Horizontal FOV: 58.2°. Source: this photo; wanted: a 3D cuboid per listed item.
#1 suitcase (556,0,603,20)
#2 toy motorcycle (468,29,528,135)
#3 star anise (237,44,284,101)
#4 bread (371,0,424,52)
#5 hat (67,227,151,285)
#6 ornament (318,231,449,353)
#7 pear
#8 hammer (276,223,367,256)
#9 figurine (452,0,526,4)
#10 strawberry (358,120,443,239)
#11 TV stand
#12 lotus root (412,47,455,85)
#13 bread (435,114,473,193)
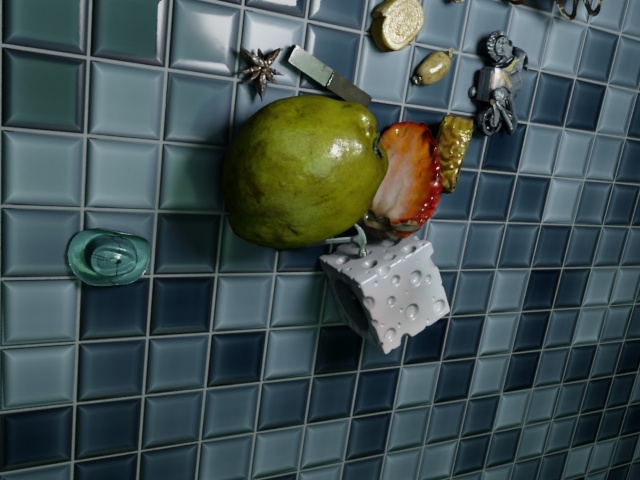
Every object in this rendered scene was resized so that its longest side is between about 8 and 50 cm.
[{"bbox_3d":[0.728,-0.802,1.622,0.351,0.194,0.339,-29,119,-42],"label":"suitcase"},{"bbox_3d":[0.542,-0.463,1.713,0.173,0.108,0.307,-11,113,-31],"label":"toy motorcycle"},{"bbox_3d":[-0.143,-0.402,1.394,0.124,0.056,0.129,-6,108,-27],"label":"star anise"},{"bbox_3d":[0.197,-0.575,1.516,0.149,0.073,0.122,-47,116,-10],"label":"bread"},{"bbox_3d":[-0.484,0.040,1.341,0.191,0.078,0.138,2,103,-29],"label":"hat"},{"bbox_3d":[0.178,0.125,1.627,0.240,0.239,0.239,-30,117,-18],"label":"ornament"},{"bbox_3d":[-0.047,-0.166,1.365,0.413,0.352,0.352,-27,118,2],"label":"pear"},{"bbox_3d":[0.000,0.000,1.551,0.246,0.029,0.103,-4,101,7],"label":"hammer"},{"bbox_3d":[0.450,-0.761,1.537,0.370,0.167,0.281,16,102,-40],"label":"figurine"},{"bbox_3d":[0.219,-0.160,1.588,0.336,0.265,0.149,-69,153,-14],"label":"strawberry"},{"bbox_3d":[0.022,-0.415,1.487,0.256,0.040,0.049,26,94,-32],"label":"TV stand"},{"bbox_3d":[0.324,-0.486,1.613,0.152,0.063,0.072,-44,111,-5],"label":"lotus root"},{"bbox_3d":[0.370,-0.245,1.657,0.181,0.096,0.222,-20,127,-72],"label":"bread"}]
